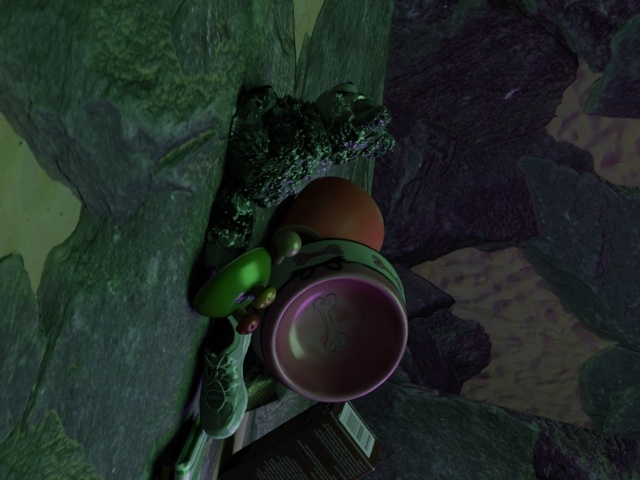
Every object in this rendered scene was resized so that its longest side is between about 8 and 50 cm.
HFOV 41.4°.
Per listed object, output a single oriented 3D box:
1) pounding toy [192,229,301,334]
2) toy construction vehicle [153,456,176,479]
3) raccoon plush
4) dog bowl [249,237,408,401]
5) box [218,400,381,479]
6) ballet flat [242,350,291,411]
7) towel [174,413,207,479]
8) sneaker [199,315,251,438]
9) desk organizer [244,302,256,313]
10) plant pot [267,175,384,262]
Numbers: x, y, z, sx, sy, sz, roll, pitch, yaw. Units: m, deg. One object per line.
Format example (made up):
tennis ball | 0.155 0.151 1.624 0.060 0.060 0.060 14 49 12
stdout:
pounding toy | -0.126 0.099 1.664 0.237 0.110 0.183 -35 166 -24
toy construction vehicle | -0.309 0.490 1.672 0.098 0.035 0.085 -46 148 -71
raccoon plush | -0.027 -0.118 1.705 0.216 0.299 0.446 12 91 -80
dog bowl | 0.031 0.208 2.043 0.150 0.408 0.407 -121 -141 -68
box | -0.052 0.568 2.171 0.381 0.191 0.143 -34 -174 19
ballet flat | -0.079 0.297 2.284 0.483 0.182 0.164 -61 159 -57
towel | -0.289 0.554 1.757 0.248 0.038 0.324 -84 -175 -76
sneaker | -0.216 0.272 1.773 0.115 0.105 0.281 53 35 -59
desk organizer | -0.177 0.154 1.933 0.047 0.050 0.130 92 15 -45
plant pot | 0.000 0.000 2.209 0.243 0.275 0.274 -44 146 -54
